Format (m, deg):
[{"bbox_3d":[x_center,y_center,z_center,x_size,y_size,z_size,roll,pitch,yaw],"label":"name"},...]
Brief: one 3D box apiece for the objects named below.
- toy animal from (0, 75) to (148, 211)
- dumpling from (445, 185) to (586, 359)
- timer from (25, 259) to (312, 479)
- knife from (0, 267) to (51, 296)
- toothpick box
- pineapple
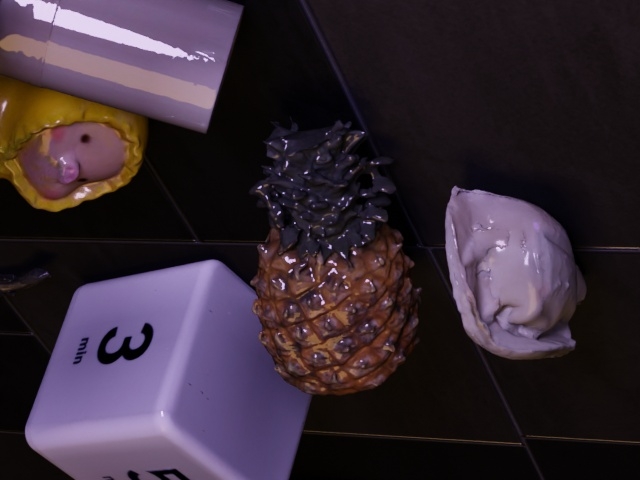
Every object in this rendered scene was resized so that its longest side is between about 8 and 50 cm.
[{"bbox_3d":[-0.258,-0.105,1.614,0.230,0.156,0.156,6,149,-3],"label":"toy animal"},{"bbox_3d":[0.166,0.036,1.643,0.118,0.136,0.199,-25,141,38],"label":"dumpling"},{"bbox_3d":[-0.143,0.154,1.908,0.195,0.192,0.194,-10,140,37],"label":"timer"},{"bbox_3d":[-0.346,0.048,1.999,0.045,0.021,0.222,34,149,-26],"label":"knife"},{"bbox_3d":[-0.160,-0.159,1.497,0.181,0.111,0.111,16,149,-3],"label":"toothpick box"},{"bbox_3d":[0.000,0.000,1.656,0.158,0.158,0.278,4,134,19],"label":"pineapple"}]
